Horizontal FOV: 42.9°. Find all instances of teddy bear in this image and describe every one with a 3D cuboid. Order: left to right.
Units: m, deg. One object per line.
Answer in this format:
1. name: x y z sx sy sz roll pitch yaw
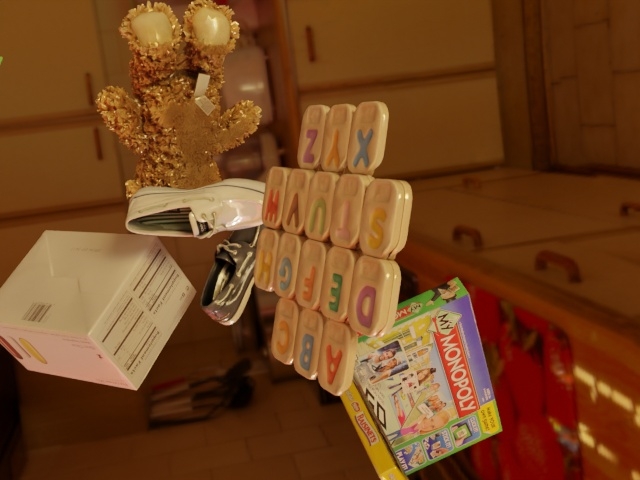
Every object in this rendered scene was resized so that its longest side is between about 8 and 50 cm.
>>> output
1. teddy bear: -0.214 -0.199 1.229 0.113 0.245 0.338 38 150 45

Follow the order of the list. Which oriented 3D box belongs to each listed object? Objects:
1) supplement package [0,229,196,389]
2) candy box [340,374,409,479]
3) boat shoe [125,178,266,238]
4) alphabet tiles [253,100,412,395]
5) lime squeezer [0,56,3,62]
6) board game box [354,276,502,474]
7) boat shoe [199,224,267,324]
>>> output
1. supplement package: -0.379 0.107 1.335 0.204 0.262 0.145 -63 -40 -34
2. candy box: 0.062 0.234 1.017 0.105 0.027 0.206 62 179 -41
3. boat shoe: -0.169 -0.033 1.174 0.076 0.226 0.083 -82 -16 -50
4. alphabet tiles: 0.000 0.000 0.819 0.284 0.021 0.278 16 99 62
5. lime squeezer: -0.521 -0.240 0.909 0.059 0.310 0.110 15 78 57
6. board game box: 0.149 0.222 1.234 0.046 0.213 0.317 -117 5 -53
7. boat shoe: -0.136 0.030 1.304 0.075 0.065 0.206 6 71 40
